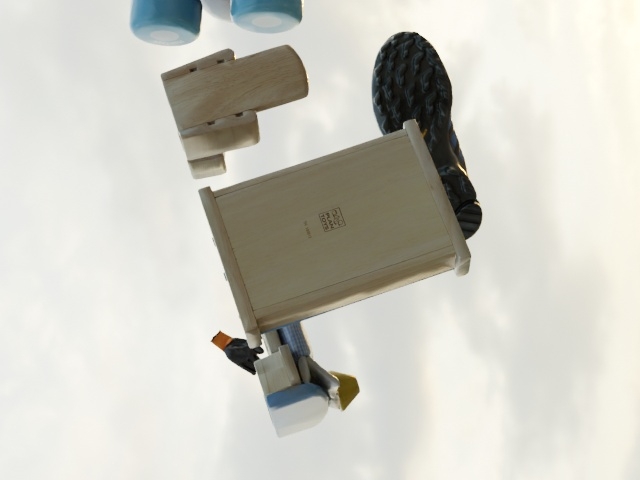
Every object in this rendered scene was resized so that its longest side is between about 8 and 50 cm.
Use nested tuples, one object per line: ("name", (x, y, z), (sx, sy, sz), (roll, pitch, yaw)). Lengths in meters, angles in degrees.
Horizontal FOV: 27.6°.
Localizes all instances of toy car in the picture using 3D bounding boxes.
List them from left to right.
("toy car", (-0.075, -0.297, 1.371), (0.238, 0.210, 0.219), (29, -121, -67))

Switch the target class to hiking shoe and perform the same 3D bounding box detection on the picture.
("hiking shoe", (0.139, -0.135, 1.798), (0.132, 0.113, 0.304), (62, -165, -84))

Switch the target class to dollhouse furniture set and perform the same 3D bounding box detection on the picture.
("dollhouse furniture set", (0.000, 0.000, 1.241), (0.303, 0.198, 0.286), (85, 166, -68))

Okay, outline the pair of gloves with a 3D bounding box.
("pair of gloves", (-0.069, 0.106, 1.399), (0.083, 0.074, 0.010), (-47, -13, -39))
